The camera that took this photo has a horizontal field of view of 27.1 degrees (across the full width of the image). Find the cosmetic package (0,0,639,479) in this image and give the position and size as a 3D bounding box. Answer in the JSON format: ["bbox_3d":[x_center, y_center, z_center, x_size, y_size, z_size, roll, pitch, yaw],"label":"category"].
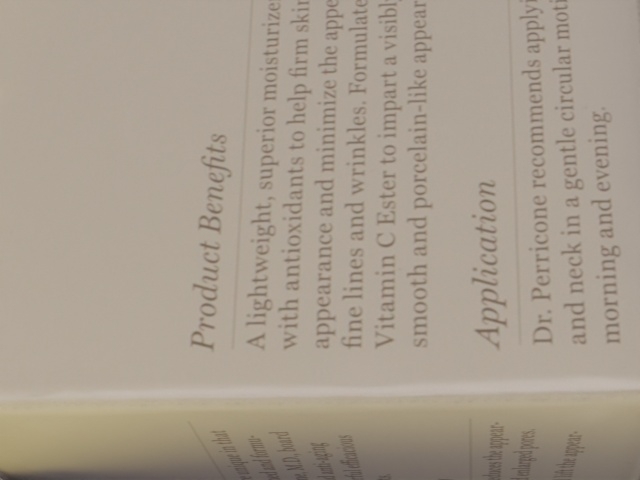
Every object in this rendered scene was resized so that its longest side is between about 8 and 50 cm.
[{"bbox_3d":[0.000,0.000,0.397,0.183,0.151,0.151,-1,66,7],"label":"cosmetic package"}]
